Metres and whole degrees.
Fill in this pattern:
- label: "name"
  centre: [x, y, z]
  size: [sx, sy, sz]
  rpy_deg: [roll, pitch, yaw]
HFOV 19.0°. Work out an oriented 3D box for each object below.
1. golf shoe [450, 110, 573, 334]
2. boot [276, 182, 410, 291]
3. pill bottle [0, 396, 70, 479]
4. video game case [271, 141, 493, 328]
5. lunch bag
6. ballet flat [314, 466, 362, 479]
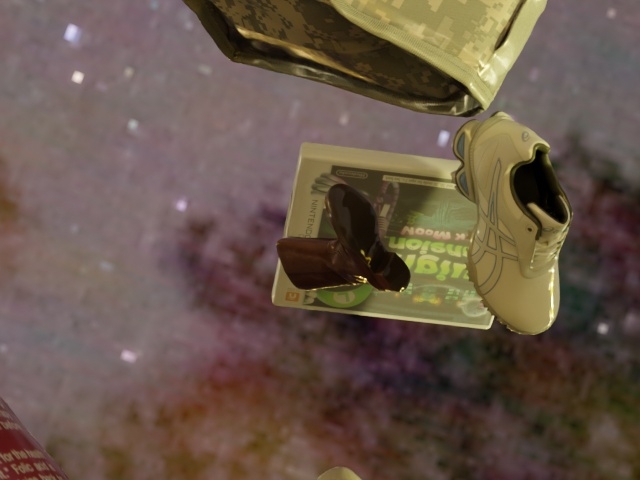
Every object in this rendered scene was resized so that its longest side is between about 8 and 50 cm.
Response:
- label: "golf shoe"
  centre: [0.146, -0.004, 1.368]
  size: [0.086, 0.069, 0.176]
  rpy_deg: [22, -44, 55]
- label: "boot"
  centre: [0.000, 0.000, 1.422]
  size: [0.114, 0.037, 0.106]
  rpy_deg: [3, -45, 48]
- label: "pill bottle"
  centre: [-0.248, 0.163, 1.017]
  size: [0.392, 0.224, 0.224]
  rpy_deg: [48, -8, 17]
- label: "video game case"
  centre: [0.065, -0.001, 1.573]
  size: [0.190, 0.022, 0.173]
  rpy_deg: [6, -46, -6]
- label: "lunch bag"
  centre: [0.057, -0.232, 1.402]
  size: [0.287, 0.235, 0.169]
  rpy_deg: [18, -19, 36]
- label: "ballet flat"
  centre: [0.000, 0.220, 1.202]
  size: [0.086, 0.248, 0.086]
  rpy_deg: [12, -61, 22]
